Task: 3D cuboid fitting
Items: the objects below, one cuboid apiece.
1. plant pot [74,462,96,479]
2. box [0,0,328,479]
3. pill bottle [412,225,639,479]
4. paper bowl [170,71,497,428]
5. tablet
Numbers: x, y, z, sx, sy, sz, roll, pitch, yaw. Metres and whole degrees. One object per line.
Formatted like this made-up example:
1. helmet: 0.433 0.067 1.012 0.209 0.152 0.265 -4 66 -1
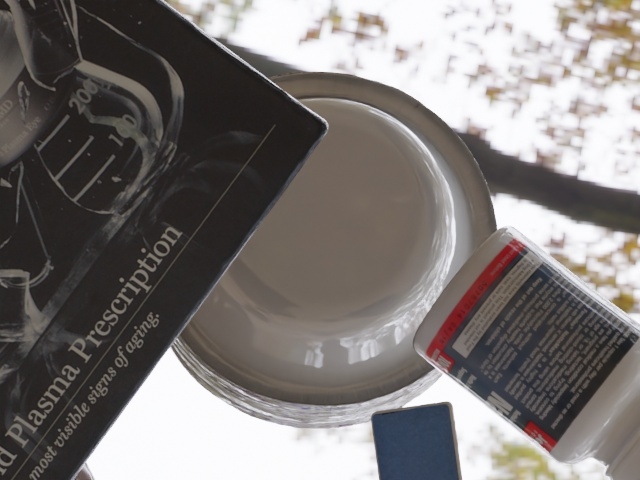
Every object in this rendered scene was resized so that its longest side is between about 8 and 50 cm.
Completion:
1. plant pot: -0.281 0.204 1.546 0.167 0.187 0.188 -40 -128 6
2. box: -0.227 -0.025 1.145 0.343 0.312 0.179 -54 -170 0
3. pill bottle: 0.161 0.083 1.279 0.180 0.108 0.108 38 -65 11
4. paper bowl: 0.000 0.000 1.562 0.148 0.284 0.284 105 -26 -73
5. tablet: 0.059 0.139 1.156 0.054 0.006 0.083 -11 -98 26
